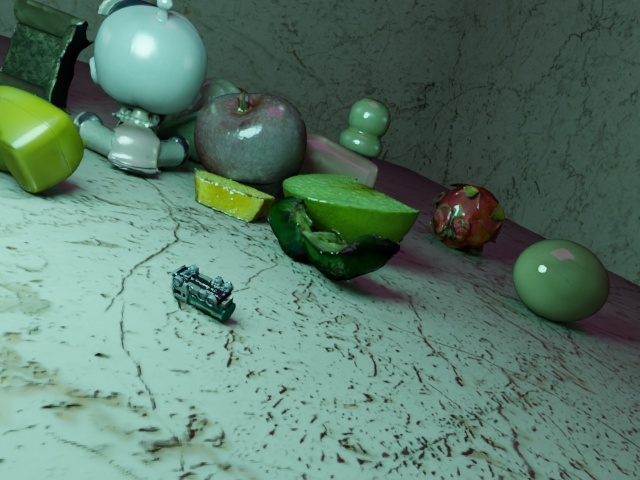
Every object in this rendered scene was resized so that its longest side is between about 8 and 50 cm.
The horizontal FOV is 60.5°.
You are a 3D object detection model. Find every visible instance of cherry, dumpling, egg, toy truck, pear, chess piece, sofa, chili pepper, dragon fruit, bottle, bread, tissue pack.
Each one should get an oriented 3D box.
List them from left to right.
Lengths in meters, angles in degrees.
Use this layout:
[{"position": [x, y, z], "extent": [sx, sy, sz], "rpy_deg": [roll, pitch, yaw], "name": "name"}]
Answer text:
[{"position": [-0.464, -0.165, 0.861], "extent": [0.178, 0.123, 0.127], "rpy_deg": [25, 55, 19], "name": "tissue pack"}, {"position": [-0.728, -0.474, 1.415], "extent": [0.199, 0.259, 0.182], "rpy_deg": [21, 1, -3], "name": "sofa"}, {"position": [-0.144, 0.066, 0.677], "extent": [0.083, 0.044, 0.039], "rpy_deg": [25, 36, 18], "name": "toy truck"}, {"position": [-0.309, -0.304, 1.456], "extent": [0.211, 0.320, 0.270], "rpy_deg": [34, 43, -12], "name": "dumpling"}, {"position": [-0.193, -0.096, 1.160], "extent": [0.187, 0.065, 0.103], "rpy_deg": [22, 16, -2], "name": "bread"}, {"position": [-0.159, -0.215, 1.274], "extent": [0.261, 0.221, 0.308], "rpy_deg": [3, -33, 9], "name": "cherry"}, {"position": [-0.014, -0.182, 1.488], "extent": [0.296, 0.207, 0.173], "rpy_deg": [28, 13, -11], "name": "bottle"}, {"position": [-0.004, 0.005, 0.997], "extent": [0.148, 0.116, 0.264], "rpy_deg": [-9, 30, -41], "name": "chili pepper"}, {"position": [0.030, -0.057, 1.176], "extent": [0.239, 0.139, 0.288], "rpy_deg": [8, 17, -34], "name": "pear"}, {"position": [0.114, -0.262, 1.653], "extent": [0.182, 0.331, 0.182], "rpy_deg": [18, 14, -5], "name": "chess piece"}, {"position": [0.441, -0.067, 1.673], "extent": [0.227, 0.224, 0.224], "rpy_deg": [6, 20, -39], "name": "dragon fruit"}, {"position": [0.553, 0.093, 1.257], "extent": [0.241, 0.186, 0.186], "rpy_deg": [21, 13, -24], "name": "egg"}]

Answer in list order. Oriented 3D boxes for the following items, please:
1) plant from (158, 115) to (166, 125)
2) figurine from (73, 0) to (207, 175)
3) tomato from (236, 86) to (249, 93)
[{"position": [-0.475, -0.423, 1.786], "extent": [0.194, 0.132, 0.129], "rpy_deg": [16, 45, 37], "name": "plant"}, {"position": [-0.370, -0.332, 1.202], "extent": [0.253, 0.362, 0.211], "rpy_deg": [9, 9, -38], "name": "figurine"}, {"position": [-0.286, -0.403, 1.873], "extent": [0.260, 0.180, 0.260], "rpy_deg": [44, -4, 4], "name": "tomato"}]
